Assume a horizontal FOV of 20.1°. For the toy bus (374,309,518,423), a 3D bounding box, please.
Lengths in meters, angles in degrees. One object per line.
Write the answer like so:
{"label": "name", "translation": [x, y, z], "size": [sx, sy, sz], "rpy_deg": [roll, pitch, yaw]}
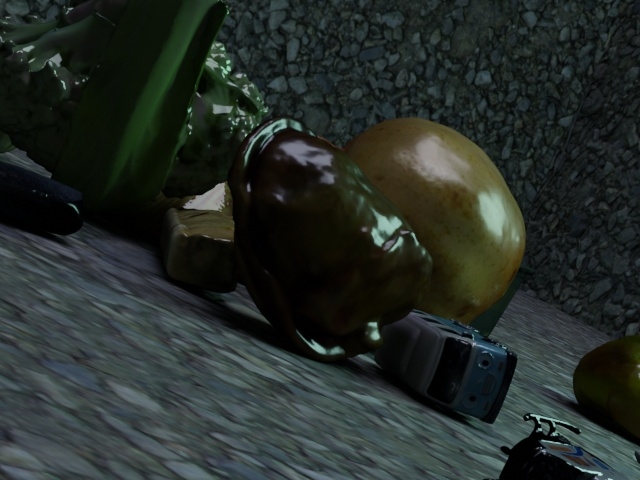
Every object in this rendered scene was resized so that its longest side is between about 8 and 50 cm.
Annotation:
{"label": "toy bus", "translation": [0.090, 0.089, 1.347], "size": [0.075, 0.060, 0.123], "rpy_deg": [19, 3, -19]}

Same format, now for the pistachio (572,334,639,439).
{"label": "pistachio", "translation": [0.325, 0.145, 1.811], "size": [0.100, 0.110, 0.189], "rpy_deg": [58, -10, -21]}

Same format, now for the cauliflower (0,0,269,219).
{"label": "cauliflower", "translation": [-0.151, -0.158, 1.475], "size": [0.256, 0.315, 0.239], "rpy_deg": [40, 33, 7]}

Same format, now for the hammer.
{"label": "hammer", "translation": [-0.257, -0.050, 1.163], "size": [0.137, 0.037, 0.290], "rpy_deg": [27, 4, 41]}

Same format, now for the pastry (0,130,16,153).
{"label": "pastry", "translation": [-0.327, -0.137, 1.603], "size": [0.156, 0.092, 0.156], "rpy_deg": [23, -3, 1]}

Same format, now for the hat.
{"label": "hat", "translation": [-0.102, -0.028, 1.601], "size": [0.193, 0.082, 0.193], "rpy_deg": [24, 4, -2]}

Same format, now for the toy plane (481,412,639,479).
{"label": "toy plane", "translation": [0.160, 0.149, 1.060], "size": [0.078, 0.053, 0.197], "rpy_deg": [38, 11, 37]}

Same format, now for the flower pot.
{"label": "flower pot", "translation": [0.153, 0.049, 2.044], "size": [0.157, 0.107, 0.157], "rpy_deg": [22, 2, -1]}

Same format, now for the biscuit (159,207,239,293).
{"label": "biscuit", "translation": [-0.095, 0.004, 1.402], "size": [0.056, 0.052, 0.188], "rpy_deg": [12, 4, -9]}

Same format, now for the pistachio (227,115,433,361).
{"label": "pistachio", "translation": [0.000, 0.000, 1.285], "size": [0.210, 0.130, 0.165], "rpy_deg": [52, 30, -37]}

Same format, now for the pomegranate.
{"label": "pomegranate", "translation": [0.074, -0.007, 1.528], "size": [0.207, 0.207, 0.207], "rpy_deg": [25, 3, -2]}
